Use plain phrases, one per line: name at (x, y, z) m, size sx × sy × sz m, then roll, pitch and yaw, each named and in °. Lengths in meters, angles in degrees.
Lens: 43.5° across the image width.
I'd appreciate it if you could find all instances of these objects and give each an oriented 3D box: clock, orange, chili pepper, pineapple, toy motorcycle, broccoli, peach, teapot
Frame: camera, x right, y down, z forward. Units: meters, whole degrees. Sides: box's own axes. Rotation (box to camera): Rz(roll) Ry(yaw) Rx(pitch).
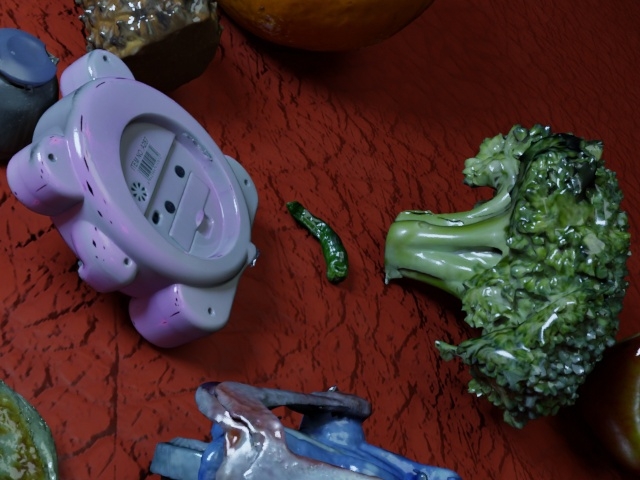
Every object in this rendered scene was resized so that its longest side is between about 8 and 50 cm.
clock at (-0.168, -0.044, 0.776) m, size 0.248 × 0.090 × 0.228 m, roll 46°, pitch 35°, yaw -32°
orange at (-0.014, -0.460, 1.112) m, size 0.423 × 0.326 × 0.424 m, roll 9°, pitch 68°, yaw -23°
chili pepper at (0.005, -0.004, 0.990) m, size 0.118 × 0.035 × 0.055 m, roll 59°, pitch 24°, yaw 6°
pineapple at (-0.243, -0.349, 0.951) m, size 0.165 × 0.165 × 0.365 m, roll -8°, pitch 62°, yaw -45°
toy motorcycle at (0.016, 0.239, 0.671) m, size 0.319 × 0.182 × 0.241 m, roll 22°, pitch 8°, yaw -28°
broccoli at (0.260, 0.025, 1.018) m, size 0.317 × 0.338 × 0.277 m, roll 41°, pitch 5°, yaw 24°
peach at (0.477, 0.204, 1.116) m, size 0.274 × 0.248 × 0.246 m, roll -19°, pitch 108°, yaw -66°
teapot at (-0.315, -0.153, 0.759) m, size 0.149 × 0.108 × 0.111 m, roll 19°, pitch 47°, yaw -32°

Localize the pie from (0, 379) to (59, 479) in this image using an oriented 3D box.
pie at (-0.280, 0.171, 0.586) m, size 0.186 × 0.041 × 0.187 m, roll 23°, pitch 47°, yaw -27°
